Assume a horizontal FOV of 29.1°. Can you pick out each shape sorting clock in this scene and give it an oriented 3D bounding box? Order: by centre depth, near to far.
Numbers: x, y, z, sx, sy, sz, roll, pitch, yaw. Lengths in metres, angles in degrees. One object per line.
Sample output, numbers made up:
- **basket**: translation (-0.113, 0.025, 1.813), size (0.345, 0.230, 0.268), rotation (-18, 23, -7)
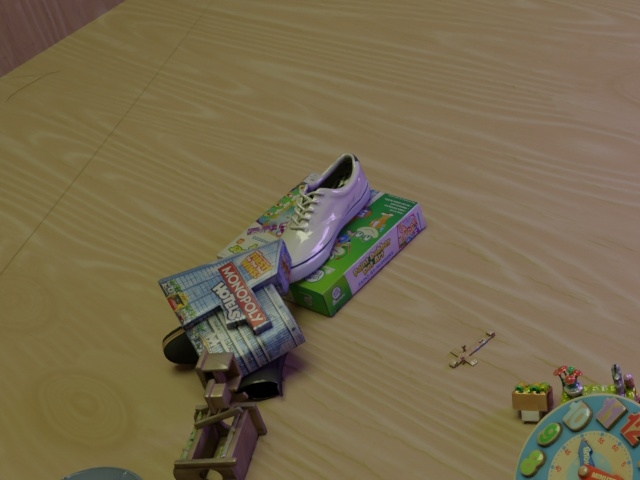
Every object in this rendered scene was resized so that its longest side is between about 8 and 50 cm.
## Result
- **shape sorting clock**: translation (0.313, 0.274, 1.436), size (0.206, 0.040, 0.206), rotation (-23, 48, 28)

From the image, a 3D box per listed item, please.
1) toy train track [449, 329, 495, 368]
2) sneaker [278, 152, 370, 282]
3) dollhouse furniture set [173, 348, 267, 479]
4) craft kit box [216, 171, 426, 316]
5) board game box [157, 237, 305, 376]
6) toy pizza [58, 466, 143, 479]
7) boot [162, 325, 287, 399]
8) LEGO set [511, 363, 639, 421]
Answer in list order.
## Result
- **toy train track**: translation (0.213, 0.150, 1.739), size (0.083, 0.014, 0.048), rotation (-35, 38, -23)
- **sneaker**: translation (-0.013, -0.040, 1.946), size (0.094, 0.091, 0.258), rotation (8, 45, 33)
- **dollhouse furniture set**: translation (-0.161, 0.264, 1.632), size (0.101, 0.161, 0.182), rotation (-6, 36, 19)
- **craft kit box**: translation (0.000, 0.000, 2.013), size (0.249, 0.061, 0.246), rotation (18, 52, 41)
- **board game box**: translation (-0.111, 0.091, 1.808), size (0.194, 0.060, 0.194), rotation (-30, 51, -7)
- **toy pizza**: translation (-0.319, 0.386, 1.657), size (0.201, 0.032, 0.201), rotation (-13, 34, 9)
- **boot**: translation (-0.144, 0.182, 1.820), size (0.197, 0.077, 0.137), rotation (-12, 40, 12)
- **LEGO set**: translation (0.364, 0.196, 1.521), size (0.132, 0.107, 0.287), rotation (-36, 38, -23)
